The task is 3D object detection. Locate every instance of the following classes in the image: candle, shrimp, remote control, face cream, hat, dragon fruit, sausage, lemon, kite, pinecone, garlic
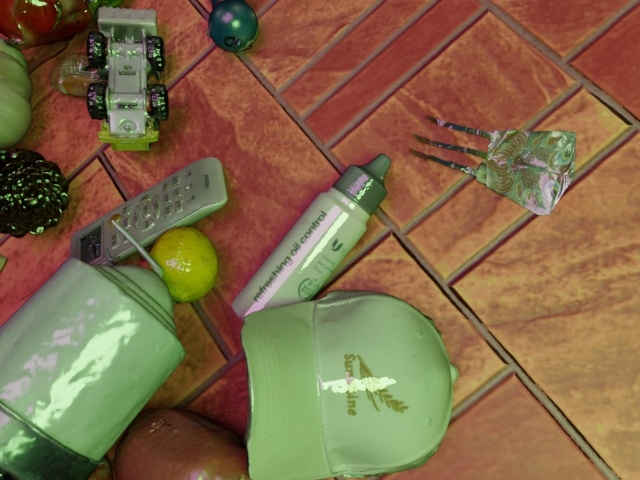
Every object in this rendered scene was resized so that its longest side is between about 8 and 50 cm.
[{"bbox_3d":[-0.314,0.157,0.712,0.221,0.221,0.342,30,66,23],"label":"candle"},{"bbox_3d":[-0.452,-0.318,1.053,0.180,0.041,0.099,21,69,23],"label":"shrimp"},{"bbox_3d":[-0.290,-0.028,0.913,0.313,0.055,0.109,-27,53,14],"label":"remote control"},{"bbox_3d":[0.000,0.000,0.788,0.092,0.092,0.311,40,90,23],"label":"face cream"},{"bbox_3d":[0.035,0.166,0.652,0.168,0.301,0.257,-20,71,36],"label":"hat"},{"bbox_3d":[-0.518,-0.473,1.021,0.269,0.200,0.198,-17,83,13],"label":"dragon fruit"},{"bbox_3d":[-0.166,0.306,0.698,0.280,0.152,0.152,3,76,49],"label":"sausage"},{"bbox_3d":[-0.211,0.039,0.835,0.109,0.109,0.133,-9,48,16],"label":"lemon"},{"bbox_3d":[0.247,-0.127,0.780,0.229,0.016,0.127,24,82,19],"label":"kite"},{"bbox_3d":[-0.546,-0.093,0.964,0.165,0.163,0.163,30,87,41],"label":"pinecone"},{"bbox_3d":[-0.641,-0.279,1.018,0.185,0.203,0.281,14,78,4],"label":"garlic"}]

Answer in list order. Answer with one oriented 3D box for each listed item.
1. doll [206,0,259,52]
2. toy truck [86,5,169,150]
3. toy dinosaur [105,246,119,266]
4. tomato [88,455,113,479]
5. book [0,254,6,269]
[{"bbox_3d":[-0.155,-0.390,0.946,0.114,0.085,0.152,-32,57,24],"label":"doll"},{"bbox_3d":[-0.340,-0.288,0.962,0.136,0.111,0.285,-2,63,-14],"label":"toy truck"},{"bbox_3d":[-0.325,0.111,0.876,0.082,0.039,0.208,-6,98,-12],"label":"toy dinosaur"},{"bbox_3d":[-0.391,0.382,0.792,0.187,0.151,0.187,-4,73,13],"label":"tomato"},{"bbox_3d":[-0.759,0.069,1.060,0.283,0.025,0.214,27,87,23],"label":"book"}]
